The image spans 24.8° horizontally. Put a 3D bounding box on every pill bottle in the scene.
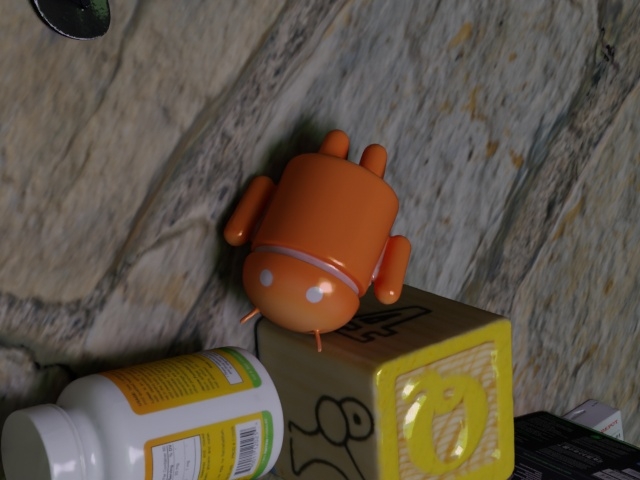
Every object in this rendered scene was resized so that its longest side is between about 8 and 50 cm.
[{"bbox_3d":[-0.169,0.186,1.381,0.245,0.136,0.136,-9,108,-38],"label":"pill bottle"}]

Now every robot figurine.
[{"bbox_3d":[0.002,0.001,1.463,0.158,0.128,0.219,35,68,-31],"label":"robot figurine"}]

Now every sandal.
[{"bbox_3d":[-0.230,-0.252,1.270,0.067,0.040,0.179,-36,123,-27],"label":"sandal"}]

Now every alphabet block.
[{"bbox_3d":[0.069,0.166,1.535,0.193,0.197,0.192,-19,114,-35],"label":"alphabet block"}]

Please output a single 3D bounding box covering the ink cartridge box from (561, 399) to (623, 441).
[{"bbox_3d":[0.350,0.282,1.898,0.088,0.052,0.122,-27,117,-31],"label":"ink cartridge box"}]

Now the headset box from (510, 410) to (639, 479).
[{"bbox_3d":[0.306,0.384,1.760,0.131,0.246,0.283,-7,106,-38],"label":"headset box"}]

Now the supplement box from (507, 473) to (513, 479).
[{"bbox_3d":[0.135,0.291,1.676,0.188,0.081,0.104,-47,128,-37],"label":"supplement box"}]
